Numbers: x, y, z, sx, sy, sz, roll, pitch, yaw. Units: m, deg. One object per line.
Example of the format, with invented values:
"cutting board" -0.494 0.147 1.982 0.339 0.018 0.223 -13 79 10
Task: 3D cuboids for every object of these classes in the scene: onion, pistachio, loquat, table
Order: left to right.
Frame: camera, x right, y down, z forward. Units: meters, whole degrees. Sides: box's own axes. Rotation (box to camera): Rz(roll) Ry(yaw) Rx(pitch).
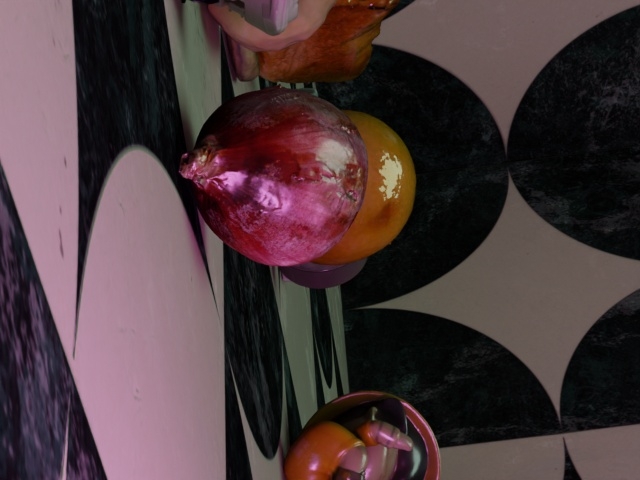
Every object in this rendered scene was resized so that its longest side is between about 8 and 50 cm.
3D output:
"onion" -0.051 -0.058 1.433 0.195 0.159 0.160 7 74 -56
"pistachio" -0.050 -0.280 1.799 0.229 0.157 0.157 166 -83 -81
"table" 0.000 0.000 2.263 0.043 0.133 0.133 81 3 -52
"loquat" 0.021 -0.068 2.142 0.208 0.208 0.208 -7 90 -87

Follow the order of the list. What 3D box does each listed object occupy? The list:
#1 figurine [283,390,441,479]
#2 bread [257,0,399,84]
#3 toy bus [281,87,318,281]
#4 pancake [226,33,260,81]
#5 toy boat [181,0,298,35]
"figurine" 0.042 0.277 2.088 0.167 0.192 0.257 40 3 26
"bread" -0.001 -0.315 2.166 0.344 0.195 0.149 122 -34 -76
"toy bus" -0.031 -0.076 2.367 0.106 0.092 0.268 -63 147 -68
"pancake" -0.097 -0.309 2.005 0.222 0.042 0.236 -117 -158 -84
"toy boat" -0.086 -0.308 1.469 0.269 0.140 0.141 81 3 -47
